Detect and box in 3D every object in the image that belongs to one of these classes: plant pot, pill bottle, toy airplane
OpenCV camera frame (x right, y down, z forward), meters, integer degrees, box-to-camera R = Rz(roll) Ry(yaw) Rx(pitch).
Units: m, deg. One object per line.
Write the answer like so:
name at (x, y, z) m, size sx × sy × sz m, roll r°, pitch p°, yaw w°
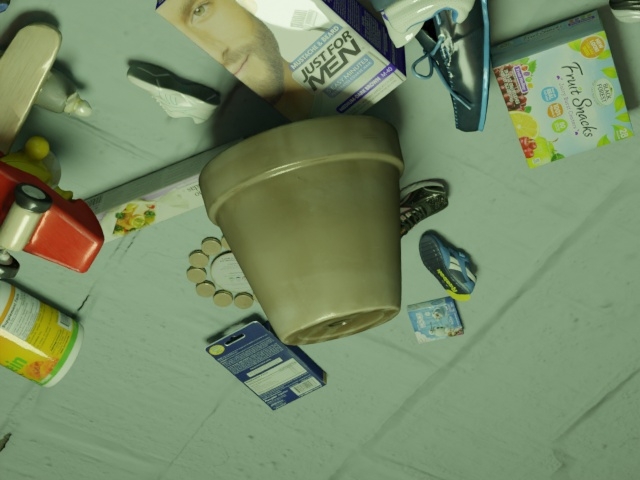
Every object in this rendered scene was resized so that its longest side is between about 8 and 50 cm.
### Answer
plant pot at (0.000, 0.000, 1.654) m, size 0.323 × 0.280 × 0.323 m, roll -14°, pitch 164°, yaw -4°
pill bottle at (-0.571, 0.157, 1.971) m, size 0.245 × 0.136 × 0.136 m, roll 34°, pitch 123°, yaw -25°
toy airplane at (-0.525, -0.112, 1.691) m, size 0.386 × 0.272 × 0.385 m, roll -12°, pitch 92°, yaw 22°

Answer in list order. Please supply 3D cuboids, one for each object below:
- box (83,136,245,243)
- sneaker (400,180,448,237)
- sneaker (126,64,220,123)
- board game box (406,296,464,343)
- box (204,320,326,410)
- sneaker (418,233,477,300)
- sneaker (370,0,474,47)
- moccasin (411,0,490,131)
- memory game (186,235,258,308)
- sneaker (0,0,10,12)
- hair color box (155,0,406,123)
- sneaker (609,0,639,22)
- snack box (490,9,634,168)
box at (-0.257, -0.079, 1.812) m, size 0.324 × 0.067 × 0.063 m, roll -21°, pitch 128°, yaw 16°
sneaker at (0.140, -0.034, 1.841) m, size 0.178 × 0.077 × 0.072 m, roll -25°, pitch 127°, yaw 19°
sneaker at (-0.237, -0.226, 1.694) m, size 0.152 × 0.054 × 0.061 m, roll 22°, pitch 130°, yaw -19°
board game box at (0.218, 0.151, 2.037) m, size 0.090 × 0.020 × 0.090 m, roll -13°, pitch 130°, yaw 13°
box at (-0.107, 0.236, 2.102) m, size 0.136 × 0.037 × 0.225 m, roll -28°, pitch 126°, yaw 22°
sneaker at (0.228, 0.040, 1.925) m, size 0.053 × 0.059 × 0.144 m, roll -12°, pitch 120°, yaw 52°
sneaker at (0.056, -0.373, 1.446) m, size 0.322 × 0.130 × 0.236 m, roll 1°, pitch 109°, yaw 16°
moccasin at (0.188, -0.322, 1.577) m, size 0.116 × 0.138 × 0.342 m, roll -4°, pitch 117°, yaw 9°
memory game at (-0.152, 0.057, 1.964) m, size 0.186 × 0.012 × 0.186 m, roll 0°, pitch 131°, yaw 0°
sneaker at (-0.557, -0.336, 1.595) m, size 0.221 × 0.083 × 0.087 m, roll -7°, pitch 144°, yaw 14°
hair color box at (-0.052, -0.311, 1.585) m, size 0.339 × 0.110 × 0.185 m, roll 38°, pitch 123°, yaw -26°
sneaker at (0.494, -0.422, 1.485) m, size 0.268 × 0.101 × 0.153 m, roll -32°, pitch 126°, yaw 28°
snack box at (0.376, -0.231, 1.674) m, size 0.174 × 0.070 × 0.207 m, roll -17°, pitch 130°, yaw 15°
